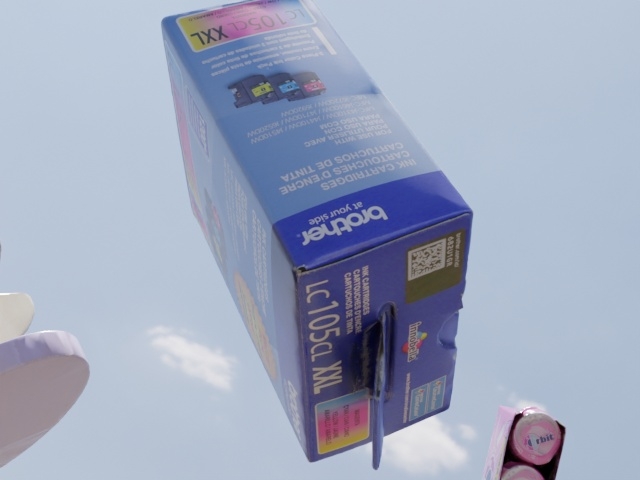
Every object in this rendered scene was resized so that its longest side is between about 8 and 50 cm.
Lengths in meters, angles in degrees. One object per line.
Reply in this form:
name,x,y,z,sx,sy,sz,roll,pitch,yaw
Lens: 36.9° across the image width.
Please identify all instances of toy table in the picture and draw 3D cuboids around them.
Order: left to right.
toy table,-0.344,0.117,0.885,0.274,0.161,0.252,-38,-22,15

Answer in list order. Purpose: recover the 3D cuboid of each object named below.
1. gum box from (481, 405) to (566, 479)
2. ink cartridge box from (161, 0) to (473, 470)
gum box,0.217,0.275,1.064,0.062,0.188,0.107,13,-5,3
ink cartridge box,0.000,0.000,0.839,0.151,0.395,0.270,-20,-41,-15
